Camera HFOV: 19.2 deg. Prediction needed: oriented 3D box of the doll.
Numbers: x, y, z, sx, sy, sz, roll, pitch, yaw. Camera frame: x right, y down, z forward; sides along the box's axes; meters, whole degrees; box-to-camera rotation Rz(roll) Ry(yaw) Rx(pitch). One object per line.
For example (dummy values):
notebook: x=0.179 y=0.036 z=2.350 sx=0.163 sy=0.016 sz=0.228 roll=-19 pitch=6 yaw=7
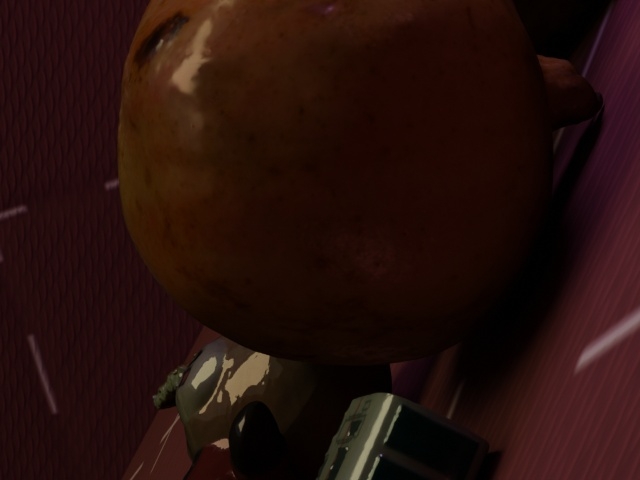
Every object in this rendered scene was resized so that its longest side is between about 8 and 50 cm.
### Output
doll: x=-0.048 y=0.176 z=1.455 sx=0.330 sy=0.174 sz=0.235 roll=-61 pitch=1 yaw=-34

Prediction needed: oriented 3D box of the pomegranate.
pomegranate: x=0.029 y=-0.077 z=1.282 sx=0.342 sy=0.342 sz=0.342 roll=-62 pitch=6 yaw=11

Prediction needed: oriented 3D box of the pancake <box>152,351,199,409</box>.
pancake: x=-0.062 y=0.129 z=1.731 sx=0.197 sy=0.054 sz=0.376 roll=-19 pitch=-10 yaw=17

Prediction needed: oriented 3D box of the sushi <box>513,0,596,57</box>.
sushi: x=0.129 y=-0.291 z=1.648 sx=0.396 sy=0.240 sz=0.351 roll=-54 pitch=9 yaw=41

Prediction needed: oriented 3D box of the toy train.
toy train: x=-0.016 y=0.287 z=1.096 sx=0.407 sy=0.086 sz=0.088 roll=-65 pitch=12 yaw=-16
